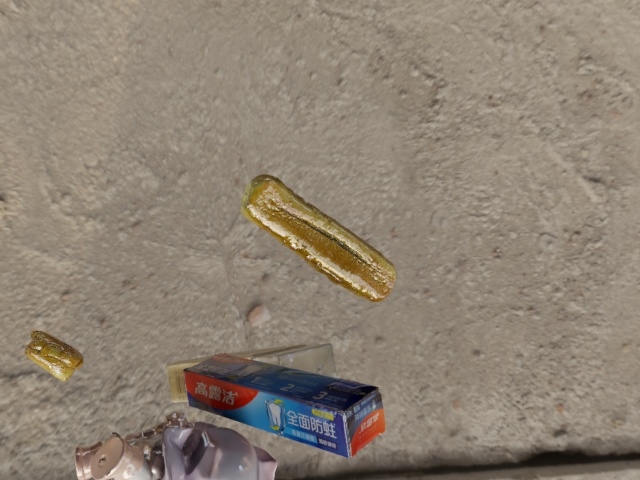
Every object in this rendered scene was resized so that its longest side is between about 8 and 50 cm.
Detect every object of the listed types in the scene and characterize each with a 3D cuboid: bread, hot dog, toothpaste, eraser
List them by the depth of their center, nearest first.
[{"bbox_3d":[-0.063,0.218,0.824,0.076,0.320,0.066,-18,103,-46],"label":"toothpaste"},{"bbox_3d":[-0.372,0.161,0.833,0.046,0.083,0.081,-56,141,-22],"label":"bread"},{"bbox_3d":[0.003,0.000,0.854,0.286,0.061,0.088,41,86,-32],"label":"hot dog"},{"bbox_3d":[-0.138,0.248,1.116,0.144,0.343,0.078,-3,81,-46],"label":"eraser"}]

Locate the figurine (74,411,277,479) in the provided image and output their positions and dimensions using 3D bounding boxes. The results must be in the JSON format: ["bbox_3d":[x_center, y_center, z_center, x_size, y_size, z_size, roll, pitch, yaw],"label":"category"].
[{"bbox_3d":[-0.184,0.305,0.788,0.133,0.200,0.276,-41,136,20],"label":"figurine"}]
